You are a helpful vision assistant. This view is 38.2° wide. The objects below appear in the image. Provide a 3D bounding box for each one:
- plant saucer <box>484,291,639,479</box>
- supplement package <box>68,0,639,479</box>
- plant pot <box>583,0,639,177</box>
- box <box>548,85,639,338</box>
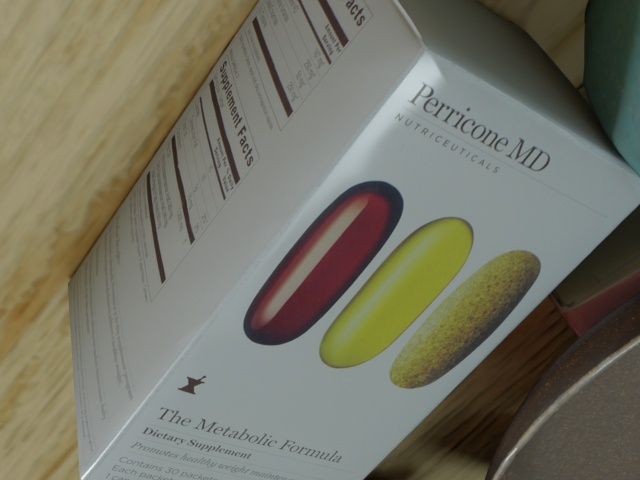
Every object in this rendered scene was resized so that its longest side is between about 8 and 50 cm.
[{"bbox_3d":[0.219,0.098,0.475,0.310,0.050,0.311,-8,133,-9],"label":"plant saucer"},{"bbox_3d":[0.000,0.000,0.432,0.139,0.134,0.244,21,121,-32],"label":"supplement package"},{"bbox_3d":[0.254,-0.157,0.272,0.341,0.341,0.334,-4,140,-15],"label":"plant pot"},{"bbox_3d":[0.214,0.018,0.524,0.148,0.127,0.232,-35,131,12],"label":"box"}]
